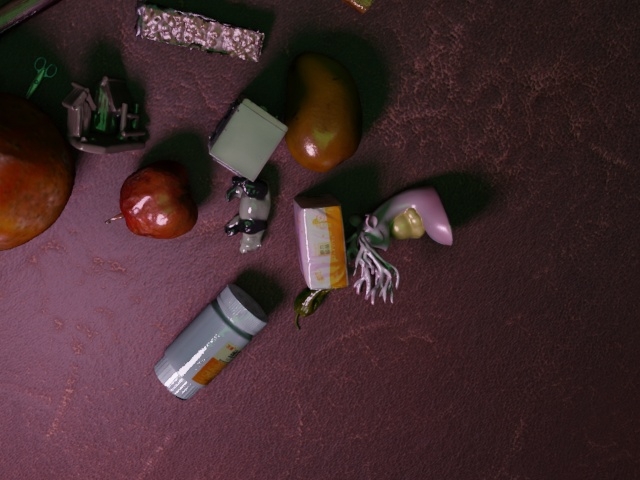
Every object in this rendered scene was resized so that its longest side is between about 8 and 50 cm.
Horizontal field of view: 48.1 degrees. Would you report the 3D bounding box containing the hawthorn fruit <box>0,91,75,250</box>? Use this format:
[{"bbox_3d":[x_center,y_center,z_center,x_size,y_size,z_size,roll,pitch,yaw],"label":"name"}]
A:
[{"bbox_3d":[-0.797,-0.166,1.697,0.402,0.403,0.403,-2,104,-8],"label":"hawthorn fruit"}]

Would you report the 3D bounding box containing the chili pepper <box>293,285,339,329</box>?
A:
[{"bbox_3d":[-0.029,0.170,2.050,0.204,0.072,0.073,-45,80,17],"label":"chili pepper"}]

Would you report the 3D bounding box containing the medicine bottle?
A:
[{"bbox_3d":[-0.307,0.284,1.998,0.318,0.158,0.158,-45,106,4],"label":"medicine bottle"}]

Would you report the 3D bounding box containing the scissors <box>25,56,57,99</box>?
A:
[{"bbox_3d":[-0.724,-0.408,1.837,0.058,0.014,0.119,31,94,-13],"label":"scissors"}]

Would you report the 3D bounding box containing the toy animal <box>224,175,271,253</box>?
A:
[{"bbox_3d":[-0.199,-0.070,1.963,0.121,0.094,0.225,2,103,-18],"label":"toy animal"}]

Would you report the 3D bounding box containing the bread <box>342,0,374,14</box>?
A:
[{"bbox_3d":[0.104,-0.640,1.865,0.070,0.077,0.083,31,99,-18],"label":"bread"}]

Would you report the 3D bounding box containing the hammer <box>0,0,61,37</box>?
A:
[{"bbox_3d":[-0.781,-0.543,1.759,0.408,0.095,0.242,-33,106,-1],"label":"hammer"}]

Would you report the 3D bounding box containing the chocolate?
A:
[{"bbox_3d":[-0.310,-0.537,1.842,0.329,0.065,0.102,11,116,-10],"label":"chocolate"}]

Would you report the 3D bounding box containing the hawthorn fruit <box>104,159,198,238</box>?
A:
[{"bbox_3d":[-0.449,-0.093,1.872,0.243,0.207,0.207,-18,106,1],"label":"hawthorn fruit"}]

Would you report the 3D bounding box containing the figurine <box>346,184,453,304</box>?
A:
[{"bbox_3d":[0.204,0.016,1.989,0.315,0.206,0.284,-14,95,0],"label":"figurine"}]

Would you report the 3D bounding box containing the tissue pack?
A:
[{"bbox_3d":[0.000,0.000,1.956,0.124,0.185,0.225,-7,104,-6],"label":"tissue pack"}]

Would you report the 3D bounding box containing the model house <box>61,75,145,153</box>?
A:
[{"bbox_3d":[-0.544,-0.318,1.803,0.122,0.229,0.188,8,103,24],"label":"model house"}]

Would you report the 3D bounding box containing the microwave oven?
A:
[{"bbox_3d":[-0.196,-0.264,1.832,0.145,0.240,0.194,36,97,-16],"label":"microwave oven"}]

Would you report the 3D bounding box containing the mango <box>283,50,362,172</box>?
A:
[{"bbox_3d":[0.003,-0.338,1.883,0.211,0.173,0.317,-6,93,-6],"label":"mango"}]
